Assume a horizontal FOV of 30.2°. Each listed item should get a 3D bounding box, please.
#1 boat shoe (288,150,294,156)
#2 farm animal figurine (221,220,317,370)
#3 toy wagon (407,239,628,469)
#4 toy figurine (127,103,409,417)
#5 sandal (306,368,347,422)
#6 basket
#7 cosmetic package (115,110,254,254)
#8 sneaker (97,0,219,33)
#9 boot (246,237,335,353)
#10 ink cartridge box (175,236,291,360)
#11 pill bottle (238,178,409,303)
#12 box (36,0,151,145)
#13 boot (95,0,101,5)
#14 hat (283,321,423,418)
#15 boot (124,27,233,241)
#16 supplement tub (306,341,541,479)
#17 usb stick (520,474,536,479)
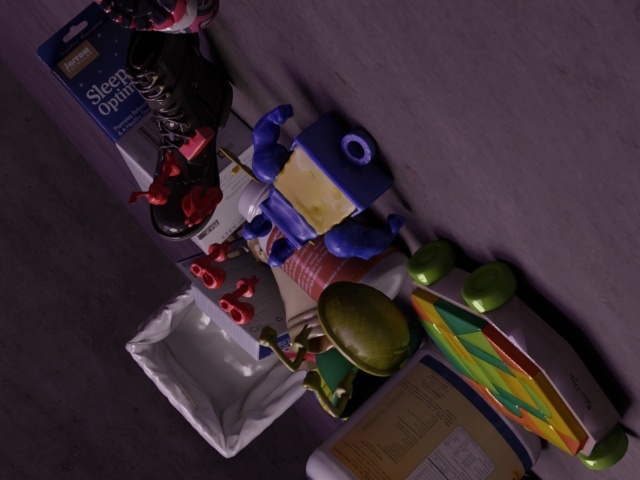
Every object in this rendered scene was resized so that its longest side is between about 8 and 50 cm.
[{"bbox_3d":[-0.021,-0.100,1.422,0.038,0.046,0.125,48,166,-6],"label":"boat shoe"},{"bbox_3d":[-0.066,0.118,2.043,0.330,0.172,0.327,35,164,49],"label":"farm animal figurine"},{"bbox_3d":[0.192,0.118,1.319,0.267,0.068,0.344,52,168,-24],"label":"toy wagon"},{"bbox_3d":[-0.001,-0.020,1.282,0.362,0.191,0.217,48,129,4],"label":"toy figurine"},{"bbox_3d":[0.051,0.303,2.412,0.138,0.126,0.317,40,167,51],"label":"sandal"},{"bbox_3d":[-0.193,0.220,2.535,0.328,0.331,0.266,49,175,-8],"label":"basket"},{"bbox_3d":[-0.176,-0.105,1.722,0.151,0.151,0.184,43,169,19],"label":"cosmetic package"},{"bbox_3d":[-0.227,-0.324,1.257,0.299,0.121,0.112,52,-158,16],"label":"sneaker"},{"bbox_3d":[-0.031,0.064,1.689,0.262,0.095,0.204,139,118,-70],"label":"boot"},{"bbox_3d":[-0.073,0.073,1.812,0.224,0.223,0.045,40,137,38],"label":"ink cartridge box"},{"bbox_3d":[0.000,0.000,1.498,0.216,0.121,0.121,43,169,20],"label":"pill bottle"},{"bbox_3d":[-0.299,-0.238,1.759,0.225,0.136,0.036,48,170,-7],"label":"box"},{"bbox_3d":[-0.281,-0.364,1.452,0.190,0.076,0.208,51,176,-6],"label":"boot"},{"bbox_3d":[0.018,0.141,1.724,0.183,0.208,0.173,44,-167,25],"label":"hat"},{"bbox_3d":[-0.185,-0.153,1.417,0.091,0.263,0.229,3,161,14],"label":"boot"},{"bbox_3d":[0.124,0.320,1.640,0.228,0.316,0.228,45,170,11],"label":"supplement tub"},{"bbox_3d":[0.220,0.351,1.904,0.278,0.045,0.077,22,-172,31],"label":"usb stick"}]
